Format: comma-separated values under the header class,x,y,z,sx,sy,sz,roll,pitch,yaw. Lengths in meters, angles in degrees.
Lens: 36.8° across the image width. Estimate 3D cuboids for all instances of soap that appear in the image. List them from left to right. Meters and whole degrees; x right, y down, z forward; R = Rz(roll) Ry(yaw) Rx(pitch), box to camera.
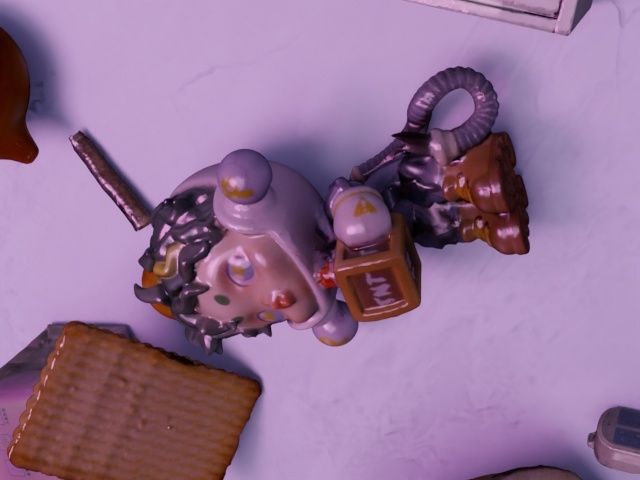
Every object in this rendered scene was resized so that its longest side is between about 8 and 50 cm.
class,x,y,z,sx,sy,sz,roll,pitch,yaw
soap,-0.306,0.225,1.156,0.139,0.182,0.199,-3,113,25

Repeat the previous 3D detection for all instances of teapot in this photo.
class,x,y,z,sx,sy,sz,roll,pitch,yaw
teapot,-0.405,-0.165,1.061,0.252,0.135,0.178,40,90,24

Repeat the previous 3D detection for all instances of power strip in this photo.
class,x,y,z,sx,sy,sz,roll,pitch,yaw
power strip,0.368,0.204,0.904,0.227,0.080,0.029,10,112,19

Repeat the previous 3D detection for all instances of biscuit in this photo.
class,x,y,z,sx,sy,sz,roll,pitch,yaw
biscuit,-0.201,0.199,1.073,0.255,0.029,0.172,25,90,-31

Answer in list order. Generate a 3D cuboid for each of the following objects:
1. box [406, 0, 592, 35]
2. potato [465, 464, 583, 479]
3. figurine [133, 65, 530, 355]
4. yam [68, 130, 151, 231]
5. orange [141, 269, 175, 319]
class,x,y,z,sx,sy,sz,roll,pitch,yaw
box,0.121,-0.305,0.753,0.225,0.117,0.224,17,119,17
potato,0.153,0.471,0.957,0.319,0.385,0.442,-35,85,47
figurine,0.001,0.004,0.919,0.382,0.186,0.261,-10,120,22
yam,-0.234,-0.069,1.080,0.129,0.033,0.027,53,150,-1
orange,-0.160,0.047,1.070,0.085,0.085,0.085,10,117,20
